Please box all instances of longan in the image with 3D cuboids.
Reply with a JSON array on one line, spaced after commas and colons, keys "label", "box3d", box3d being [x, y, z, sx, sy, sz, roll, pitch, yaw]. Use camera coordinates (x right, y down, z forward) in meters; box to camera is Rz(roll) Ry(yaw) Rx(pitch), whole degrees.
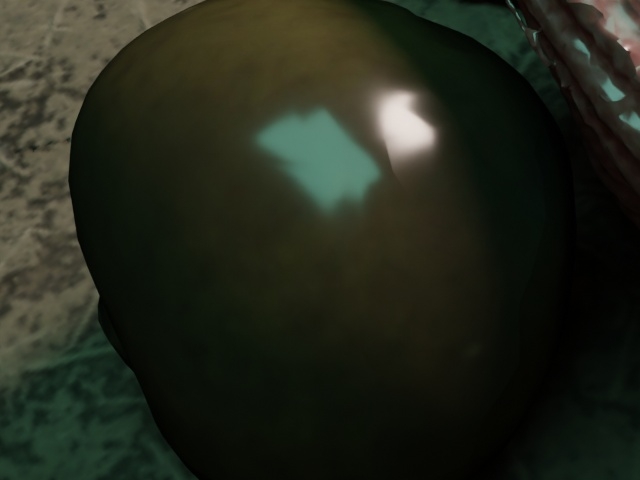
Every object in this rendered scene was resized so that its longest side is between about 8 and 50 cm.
[{"label": "longan", "box3d": [0.000, 0.000, 0.443, 0.189, 0.189, 0.189, -8, 52, 10]}]

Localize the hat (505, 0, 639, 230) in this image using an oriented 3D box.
[{"label": "hat", "box3d": [0.141, -0.041, 0.411, 0.107, 0.237, 0.286, -50, 46, 28]}]
